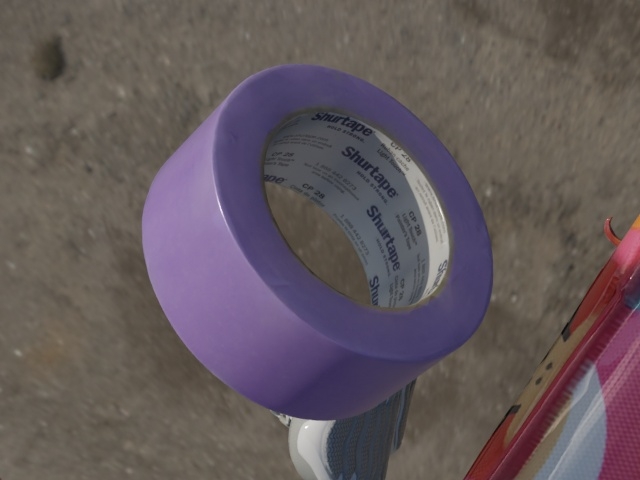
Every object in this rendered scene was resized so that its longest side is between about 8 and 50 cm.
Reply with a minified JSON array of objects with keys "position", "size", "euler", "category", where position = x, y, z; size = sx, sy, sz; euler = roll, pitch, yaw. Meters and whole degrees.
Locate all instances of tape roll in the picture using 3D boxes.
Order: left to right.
[{"position":[0.000,0.000,0.920],"size":[0.189,0.080,0.189],"euler":[22,49,-27],"category":"tape roll"}]

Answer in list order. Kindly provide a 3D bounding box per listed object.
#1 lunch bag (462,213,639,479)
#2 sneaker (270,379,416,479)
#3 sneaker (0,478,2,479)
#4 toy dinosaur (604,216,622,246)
[{"position":[0.133,0.046,0.475],"size":[0.120,0.258,0.293],"euler":[38,94,11],"category":"lunch bag"},{"position":[0.002,0.134,1.256],"size":[0.115,0.281,0.105],"euler":[12,92,9],"category":"sneaker"},{"position":[-0.274,0.159,0.680],"size":[0.483,0.185,0.202],"euler":[7,53,44],"category":"sneaker"},{"position":[0.292,0.031,1.460],"size":[0.047,0.082,0.090],"euler":[-50,123,-11],"category":"toy dinosaur"}]
